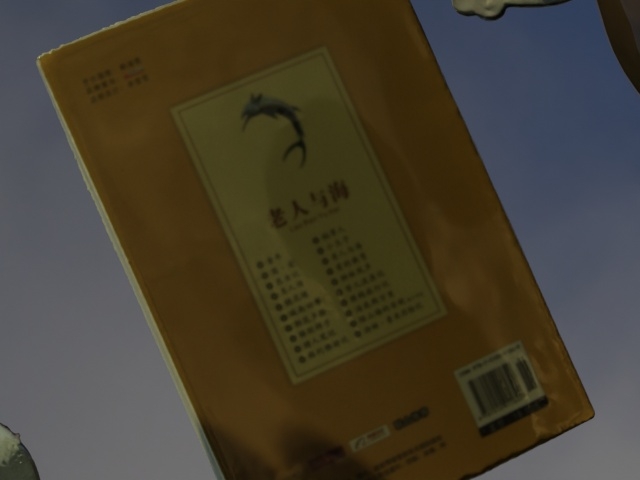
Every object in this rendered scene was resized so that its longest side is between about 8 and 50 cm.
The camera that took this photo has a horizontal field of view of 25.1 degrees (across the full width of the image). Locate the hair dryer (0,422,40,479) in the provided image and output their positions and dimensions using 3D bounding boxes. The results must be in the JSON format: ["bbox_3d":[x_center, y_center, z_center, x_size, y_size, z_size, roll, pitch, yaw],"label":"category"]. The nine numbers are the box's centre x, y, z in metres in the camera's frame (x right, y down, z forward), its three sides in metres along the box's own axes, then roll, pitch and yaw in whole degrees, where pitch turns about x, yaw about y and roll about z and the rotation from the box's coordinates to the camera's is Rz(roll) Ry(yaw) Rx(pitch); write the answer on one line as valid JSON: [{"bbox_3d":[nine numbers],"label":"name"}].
[{"bbox_3d":[-0.150,0.181,0.738,0.131,0.236,0.073,-33,-43,-50],"label":"hair dryer"}]

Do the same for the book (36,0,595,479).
[{"bbox_3d":[0.000,0.000,0.994,0.268,0.032,0.389,-22,-94,-14],"label":"book"}]

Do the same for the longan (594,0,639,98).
[{"bbox_3d":[0.221,-0.152,0.557,0.243,0.300,0.300,-6,-73,16],"label":"longan"}]

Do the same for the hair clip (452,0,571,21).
[{"bbox_3d":[0.183,-0.265,1.103,0.140,0.054,0.220,6,-57,1],"label":"hair clip"}]
